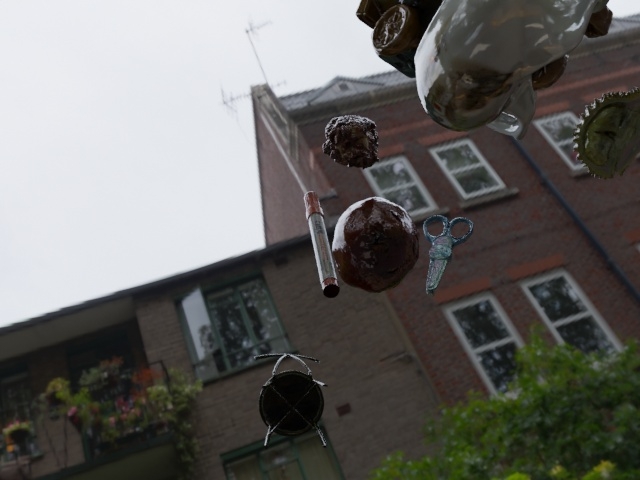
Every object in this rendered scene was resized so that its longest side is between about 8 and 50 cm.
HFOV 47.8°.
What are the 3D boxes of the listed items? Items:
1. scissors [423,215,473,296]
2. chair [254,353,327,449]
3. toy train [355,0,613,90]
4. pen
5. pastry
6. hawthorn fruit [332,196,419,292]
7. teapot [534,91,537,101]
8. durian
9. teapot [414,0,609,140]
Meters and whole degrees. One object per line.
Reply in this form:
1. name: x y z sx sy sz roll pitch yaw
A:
1. scissors: 0.295 0.033 1.760 0.125 0.256 0.030 4 -43 21
2. chair: -0.064 0.351 1.611 0.159 0.170 0.325 -1 -2 -7
3. toy train: 0.202 -0.326 0.971 0.163 0.369 0.232 22 -98 -36
4. pen: 0.000 0.000 1.101 0.028 0.239 0.028 -5 -52 -6
5. pastry: 0.065 -0.196 1.420 0.115 0.208 0.097 8 -78 7
6. hawthorn fruit: 0.110 0.008 1.361 0.181 0.181 0.235 -21 -6 -7
7. teapot: 0.507 -0.458 1.804 0.159 0.246 0.116 -16 -4 39
8. durian: 0.566 -0.228 1.379 0.146 0.102 0.208 34 -68 -20
9. teapot: 0.188 -0.197 0.742 0.204 0.139 0.298 -56 -8 -5
